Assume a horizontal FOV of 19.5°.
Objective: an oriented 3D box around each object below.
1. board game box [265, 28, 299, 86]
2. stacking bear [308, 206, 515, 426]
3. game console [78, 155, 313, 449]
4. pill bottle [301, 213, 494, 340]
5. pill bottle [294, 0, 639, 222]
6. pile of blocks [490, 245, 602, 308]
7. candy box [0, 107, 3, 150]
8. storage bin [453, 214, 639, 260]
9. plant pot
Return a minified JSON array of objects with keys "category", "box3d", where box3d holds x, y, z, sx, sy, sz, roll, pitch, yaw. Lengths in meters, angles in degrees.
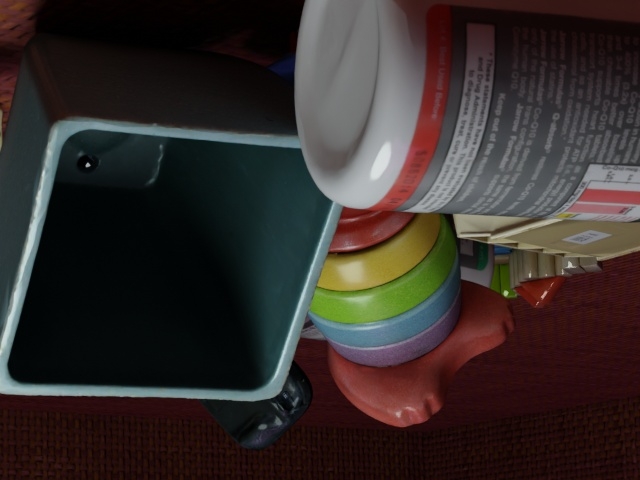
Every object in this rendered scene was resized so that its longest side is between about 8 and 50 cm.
[{"category":"board game box","box3d":[0.013,-0.160,1.578,0.133,0.033,0.168,-2,174,-21]},{"category":"stacking bear","box3d":[0.044,-0.005,1.671,0.164,0.175,0.289,22,144,40]},{"category":"game console","box3d":[-0.158,0.051,1.754,0.044,0.361,0.213,-31,166,-51]},{"category":"pill bottle","box3d":[0.000,0.000,1.905,0.204,0.204,0.361,-12,164,38]},{"category":"pill bottle","box3d":[0.180,-0.119,1.371,0.363,0.210,0.210,3,167,-20]},{"category":"pile of blocks","box3d":[0.234,0.033,2.307,0.149,0.113,0.362,1,167,-16]},{"category":"candy box","box3d":[-0.474,-0.077,1.745,0.316,0.088,0.183,4,166,-25]},{"category":"storage bin","box3d":[0.280,-0.073,1.690,0.260,0.123,0.262,-17,167,28]},{"category":"plant pot","box3d":[-0.152,-0.043,1.520,0.247,0.247,0.252,4,-150,-25]}]
